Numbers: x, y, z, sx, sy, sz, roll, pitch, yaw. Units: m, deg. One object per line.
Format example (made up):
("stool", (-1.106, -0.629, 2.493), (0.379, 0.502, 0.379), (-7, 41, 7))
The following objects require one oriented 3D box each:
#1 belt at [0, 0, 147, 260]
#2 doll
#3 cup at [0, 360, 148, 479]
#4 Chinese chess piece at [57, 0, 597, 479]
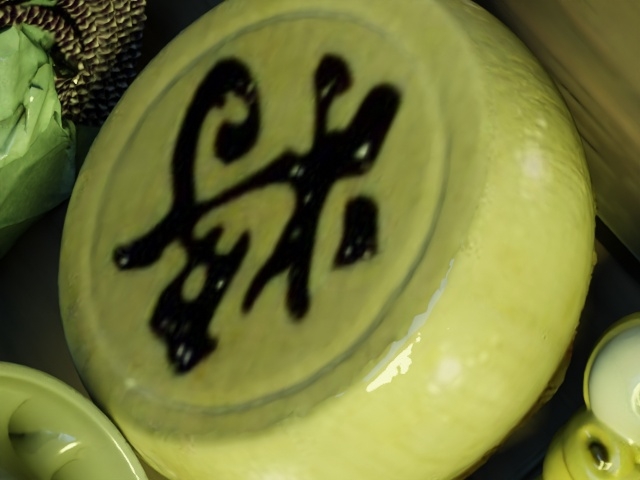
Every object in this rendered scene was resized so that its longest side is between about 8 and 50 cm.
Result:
("belt", (-0.220, -0.044, 0.924), (0.122, 0.260, 0.325), (38, 92, 19))
("doll", (0.100, 0.124, 0.873), (0.291, 0.086, 0.117), (-36, 93, 13))
("cup", (-0.210, 0.136, 0.825), (0.226, 0.185, 0.241), (-18, 109, 39))
("Chinese chess piece", (0.000, 0.000, 0.878), (0.257, 0.104, 0.257), (-17, 57, 29))
